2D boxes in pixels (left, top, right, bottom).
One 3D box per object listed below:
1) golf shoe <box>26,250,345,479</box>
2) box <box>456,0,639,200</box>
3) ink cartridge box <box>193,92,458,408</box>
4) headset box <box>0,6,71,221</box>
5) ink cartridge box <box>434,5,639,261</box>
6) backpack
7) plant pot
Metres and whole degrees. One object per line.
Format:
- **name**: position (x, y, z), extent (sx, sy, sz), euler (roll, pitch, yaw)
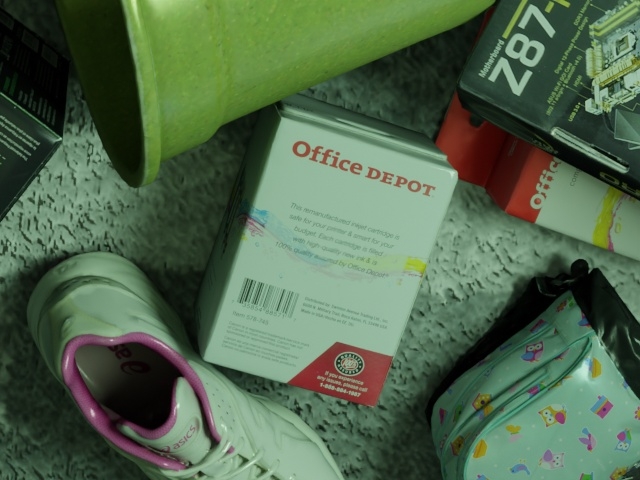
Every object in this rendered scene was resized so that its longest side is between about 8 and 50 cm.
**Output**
- **golf shoe**: position (-0.087, 0.143, 1.223), extent (0.306, 0.140, 0.115), euler (43, 96, -17)
- **box**: position (0.315, -0.189, 1.103), extent (0.318, 0.097, 0.395), euler (28, 89, 8)
- **ink cartridge box**: position (0.000, 0.000, 1.196), extent (0.128, 0.127, 0.176), euler (17, 103, -10)
- **headset box**: position (-0.293, -0.020, 1.097), extent (0.131, 0.246, 0.283), euler (37, 100, -15)
- **ink cartridge box**: position (0.207, -0.065, 1.227), extent (0.231, 0.078, 0.134), euler (18, 102, -11)
- **backpack**: position (0.165, 0.124, 1.258), extent (0.182, 0.115, 0.152), euler (-35, 109, 7)
- **plant pot**: position (-0.032, -0.199, 1.088), extent (0.253, 0.276, 0.276), euler (-17, 107, -14)
